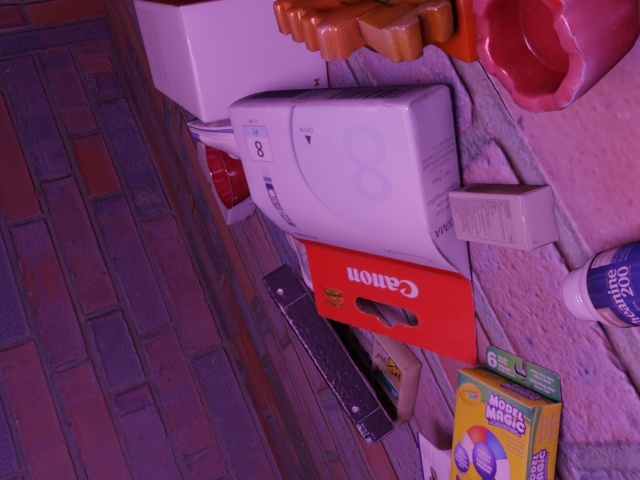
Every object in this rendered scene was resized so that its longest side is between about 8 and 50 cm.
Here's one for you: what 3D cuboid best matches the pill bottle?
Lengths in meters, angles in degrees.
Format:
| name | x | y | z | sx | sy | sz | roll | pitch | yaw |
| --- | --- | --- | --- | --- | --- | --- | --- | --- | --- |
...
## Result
| name | x | y | z | sx | sy | sz | roll | pitch | yaw |
| --- | --- | --- | --- | --- | --- | --- | --- | --- | --- |
| pill bottle | 0.254 | 0.035 | 0.454 | 0.067 | 0.067 | 0.120 | 68 | 159 | 7 |

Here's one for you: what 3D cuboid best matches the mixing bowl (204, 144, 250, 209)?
| name | x | y | z | sx | sy | sz | roll | pitch | yaw |
| --- | --- | --- | --- | --- | --- | --- | --- | --- | --- |
| mixing bowl | -0.205 | -0.176 | 1.384 | 0.181 | 0.098 | 0.181 | 52 | 154 | 40 |

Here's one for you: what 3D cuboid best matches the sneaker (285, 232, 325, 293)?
| name | x | y | z | sx | sy | sz | roll | pitch | yaw |
| --- | --- | --- | --- | --- | --- | --- | --- | --- | --- |
| sneaker | 0.000 | 0.000 | 1.012 | 0.281 | 0.105 | 0.115 | 47 | 149 | 48 |

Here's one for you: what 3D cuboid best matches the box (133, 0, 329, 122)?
| name | x | y | z | sx | sy | sz | roll | pitch | yaw |
| --- | --- | --- | --- | --- | --- | --- | --- | --- | --- |
| box | -0.163 | -0.337 | 0.970 | 0.345 | 0.215 | 0.168 | 39 | 143 | 54 |

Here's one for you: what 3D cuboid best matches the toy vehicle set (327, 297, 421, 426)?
| name | x | y | z | sx | sy | sz | roll | pitch | yaw |
| --- | --- | --- | --- | --- | --- | --- | --- | --- | --- |
| toy vehicle set | 0.089 | 0.192 | 1.057 | 0.267 | 0.035 | 0.165 | 51 | 152 | 43 |

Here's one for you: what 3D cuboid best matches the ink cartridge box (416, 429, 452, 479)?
| name | x | y | z | sx | sy | sz | roll | pitch | yaw |
| --- | --- | --- | --- | --- | --- | --- | --- | --- | --- |
| ink cartridge box | 0.266 | 0.411 | 0.763 | 0.371 | 0.069 | 0.175 | 27 | 132 | 59 |

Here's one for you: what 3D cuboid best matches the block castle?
| name | x | y | z | sx | sy | sz | roll | pitch | yaw |
| --- | --- | --- | --- | --- | --- | --- | --- | --- | --- |
| block castle | 0.037 | -0.294 | 0.397 | 0.453 | 0.213 | 0.303 | 48 | 166 | 47 |

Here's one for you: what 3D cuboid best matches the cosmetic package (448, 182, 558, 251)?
| name | x | y | z | sx | sy | sz | roll | pitch | yaw |
| --- | --- | --- | --- | --- | --- | --- | --- | --- | --- |
| cosmetic package | 0.190 | -0.027 | 0.599 | 0.115 | 0.041 | 0.060 | 18 | 124 | 65 |

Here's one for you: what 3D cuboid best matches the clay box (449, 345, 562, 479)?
| name | x | y | z | sx | sy | sz | roll | pitch | yaw |
| --- | --- | --- | --- | --- | --- | --- | --- | --- | --- |
| clay box | 0.217 | 0.250 | 0.684 | 0.127 | 0.053 | 0.221 | -165 | 75 | -64 |

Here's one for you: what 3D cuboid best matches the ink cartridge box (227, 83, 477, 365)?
| name | x | y | z | sx | sy | sz | roll | pitch | yaw |
| --- | --- | --- | --- | --- | --- | --- | --- | --- | --- |
| ink cartridge box | 0.042 | -0.009 | 0.769 | 0.308 | 0.091 | 0.384 | 11 | 122 | 43 |

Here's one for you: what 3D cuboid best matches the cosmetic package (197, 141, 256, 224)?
| name | x | y | z | sx | sy | sz | roll | pitch | yaw |
| --- | --- | --- | --- | --- | --- | --- | --- | --- | --- |
| cosmetic package | -0.256 | -0.171 | 1.542 | 0.231 | 0.086 | 0.117 | 65 | 159 | 18 |

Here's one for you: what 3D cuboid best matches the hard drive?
| name | x | y | z | sx | sy | sz | roll | pitch | yaw |
| --- | --- | --- | --- | --- | --- | --- | --- | --- | --- |
| hard drive | 0.010 | 0.211 | 1.070 | 0.338 | 0.064 | 0.237 | 57 | 172 | 10 |

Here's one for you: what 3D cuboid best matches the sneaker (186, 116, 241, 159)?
| name | x | y | z | sx | sy | sz | roll | pitch | yaw |
| --- | --- | --- | --- | --- | --- | --- | --- | --- | --- |
| sneaker | -0.076 | -0.136 | 0.964 | 0.316 | 0.127 | 0.182 | 13 | 134 | 33 |
